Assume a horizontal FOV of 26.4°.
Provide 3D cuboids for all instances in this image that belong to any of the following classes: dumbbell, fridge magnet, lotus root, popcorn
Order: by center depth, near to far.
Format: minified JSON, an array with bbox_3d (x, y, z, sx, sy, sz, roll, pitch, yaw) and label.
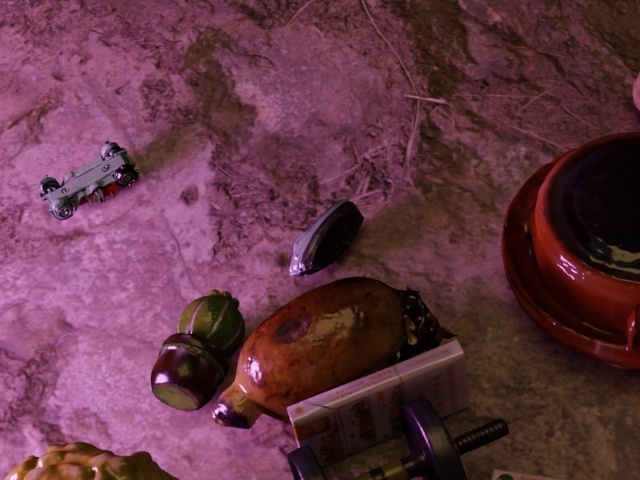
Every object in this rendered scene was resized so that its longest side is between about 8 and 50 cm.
[{"bbox_3d":[-0.248,0.349,1.520,0.258,0.224,0.270,-27,64,-4],"label":"popcorn"},{"bbox_3d":[0.067,0.278,1.572,0.325,0.143,0.143,-22,52,-8],"label":"dumbbell"},{"bbox_3d":[0.004,0.138,1.677,0.314,0.169,0.141,-24,52,-6],"label":"lotus root"},{"bbox_3d":[0.411,-0.001,1.728,0.364,0.155,0.363,-4,51,5],"label":"fridge magnet"}]

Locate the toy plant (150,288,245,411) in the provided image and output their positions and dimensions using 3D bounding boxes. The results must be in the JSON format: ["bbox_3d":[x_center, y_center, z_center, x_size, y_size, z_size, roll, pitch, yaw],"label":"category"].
[{"bbox_3d":[-0.153,0.135,1.753,0.093,0.093,0.162,13,56,19],"label":"toy plant"}]

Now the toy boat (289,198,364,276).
[{"bbox_3d":[0.000,0.000,1.862,0.066,0.059,0.140,2,44,48],"label":"toy boat"}]

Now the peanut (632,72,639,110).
[{"bbox_3d":[0.559,-0.192,1.879,0.257,0.123,0.123,20,58,23],"label":"peanut"}]

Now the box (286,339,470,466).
[{"bbox_3d":[0.073,0.201,1.645,0.220,0.122,0.032,-20,51,-7],"label":"box"}]

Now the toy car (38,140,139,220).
[{"bbox_3d":[-0.335,-0.082,1.980,0.143,0.054,0.073,-31,52,-10],"label":"toy car"}]

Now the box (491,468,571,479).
[{"bbox_3d":[0.253,0.320,1.572,0.125,0.043,0.089,8,54,15],"label":"box"}]
